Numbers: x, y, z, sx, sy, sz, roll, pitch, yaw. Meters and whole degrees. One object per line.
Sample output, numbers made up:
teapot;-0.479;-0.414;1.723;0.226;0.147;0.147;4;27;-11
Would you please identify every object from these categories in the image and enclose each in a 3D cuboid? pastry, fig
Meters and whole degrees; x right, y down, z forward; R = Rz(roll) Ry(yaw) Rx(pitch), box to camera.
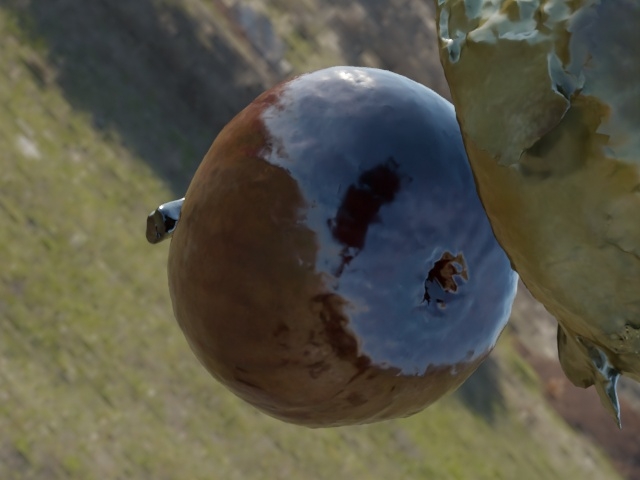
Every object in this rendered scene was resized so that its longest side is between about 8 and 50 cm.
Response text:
pastry;0.143;-0.055;0.770;0.236;0.121;0.257;42;44;-40
fig;0.014;0.003;1.112;0.235;0.235;0.214;46;1;-22
